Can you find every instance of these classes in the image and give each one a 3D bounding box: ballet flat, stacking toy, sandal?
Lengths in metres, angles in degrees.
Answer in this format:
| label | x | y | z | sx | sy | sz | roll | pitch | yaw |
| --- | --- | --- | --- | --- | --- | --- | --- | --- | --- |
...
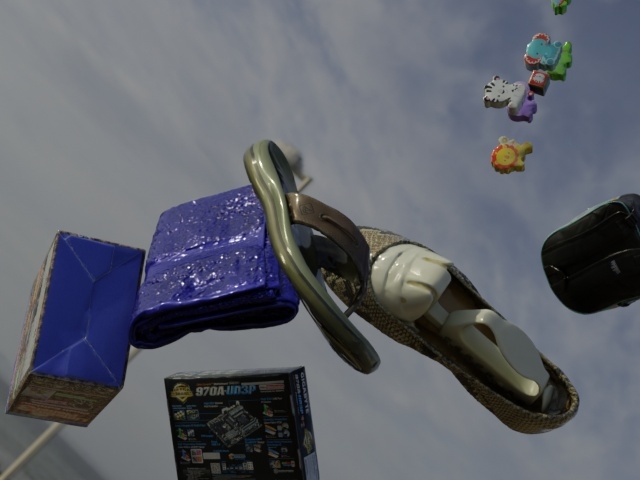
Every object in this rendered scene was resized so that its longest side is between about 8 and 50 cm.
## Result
| label | x | y | z | sx | sy | sz | roll | pitch | yaw |
| --- | --- | --- | --- | --- | --- | --- | --- | --- | --- |
| ballet flat | 0.213 | 0.123 | 1.695 | 0.483 | 0.164 | 0.182 | 39 | -18 | -2 |
| stacking toy | 0.279 | -0.217 | 1.444 | 0.052 | 0.221 | 0.167 | 20 | -19 | 21 |
| sandal | -0.001 | -0.002 | 1.111 | 0.120 | 0.086 | 0.303 | 61 | 6 | -54 |

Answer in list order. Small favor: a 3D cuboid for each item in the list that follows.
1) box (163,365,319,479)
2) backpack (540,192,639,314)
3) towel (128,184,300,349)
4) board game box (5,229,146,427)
| label | x | y | z | sx | sy | sz | roll | pitch | yaw |
| --- | --- | --- | --- | --- | --- | --- | --- | --- | --- |
| box | -0.118 | 0.278 | 1.605 | 0.220 | 0.051 | 0.175 | -7 | -87 | 26 |
| backpack | 0.457 | 0.027 | 1.742 | 0.188 | 0.144 | 0.166 | -31 | -97 | 34 |
| towel | -0.138 | 0.019 | 1.490 | 0.308 | 0.227 | 0.076 | -89 | 167 | -60 |
| board game box | -0.396 | 0.150 | 1.749 | 0.141 | 0.232 | 0.291 | 14 | -24 | -18 |
